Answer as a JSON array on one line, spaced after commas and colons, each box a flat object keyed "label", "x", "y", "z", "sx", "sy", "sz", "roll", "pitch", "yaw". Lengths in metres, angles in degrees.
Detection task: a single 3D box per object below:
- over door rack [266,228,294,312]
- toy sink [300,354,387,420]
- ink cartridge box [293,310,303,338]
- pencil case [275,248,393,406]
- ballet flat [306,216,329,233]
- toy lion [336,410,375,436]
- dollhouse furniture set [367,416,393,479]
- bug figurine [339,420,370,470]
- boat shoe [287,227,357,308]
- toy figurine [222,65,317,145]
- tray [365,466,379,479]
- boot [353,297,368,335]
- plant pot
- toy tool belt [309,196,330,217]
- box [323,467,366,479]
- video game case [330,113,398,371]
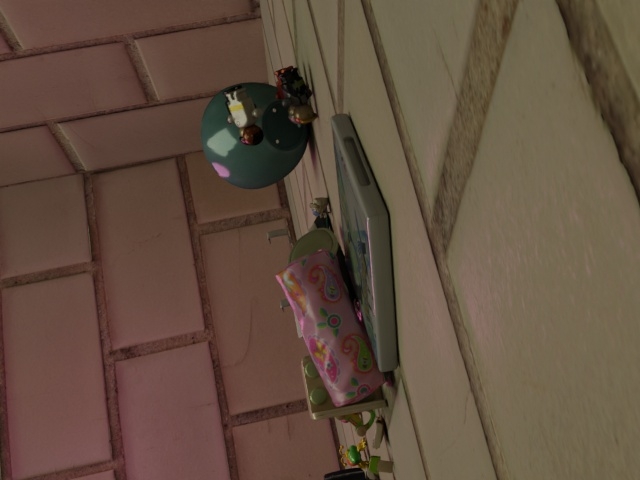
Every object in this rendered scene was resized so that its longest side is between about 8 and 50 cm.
[{"label": "over door rack", "x": -0.008, "y": 0.137, "z": 2.171, "sx": 0.324, "sy": 0.108, "sz": 0.239, "roll": 52, "pitch": -162, "yaw": -48}, {"label": "toy sink", "x": 0.043, "y": 0.298, "z": 1.794, "sx": 0.234, "sy": 0.153, "sz": 0.131, "roll": 98, "pitch": 161, "yaw": -80}, {"label": "ink cartridge box", "x": 0.026, "y": 0.175, "z": 1.942, "sx": 0.060, "sy": 0.180, "sz": 0.104, "roll": -35, "pitch": 56, "yaw": 36}, {"label": "pencil case", "x": 0.025, "y": 0.158, "z": 1.550, "sx": 0.124, "sy": 0.124, "sz": 0.284, "roll": 114, "pitch": 131, "yaw": -83}, {"label": "ballet flat", "x": 0.000, "y": 0.000, "z": 2.164, "sx": 0.203, "sy": 0.074, "sz": 0.074, "roll": -105, "pitch": 6, "yaw": -45}, {"label": "toy lion", "x": 0.086, "y": 0.387, "z": 1.971, "sx": 0.100, "sy": 0.096, "sz": 0.034, "roll": 39, "pitch": 178, "yaw": -3}, {"label": "dollhouse furniture set", "x": 0.136, "y": 0.453, "z": 1.812, "sx": 0.076, "sy": 0.059, "sz": 0.151, "roll": 47, "pitch": -129, "yaw": -84}, {"label": "bug figurine", "x": 0.082, "y": 0.539, "z": 2.433, "sx": 0.216, "sy": 0.072, "sz": 0.279, "roll": 173, "pitch": 87, "yaw": -86}, {"label": "boat shoe", "x": 0.017, "y": 0.090, "z": 1.846, "sx": 0.113, "sy": 0.127, "sz": 0.340, "roll": 58, "pitch": -178, "yaw": -28}, {"label": "toy figurine", "x": -0.119, "y": -0.314, "z": 2.033, "sx": 0.209, "sy": 0.213, "sz": 0.148, "roll": -128, "pitch": 17, "yaw": -74}, {"label": "tray", "x": 0.159, "y": 0.723, "z": 2.160, "sx": 0.145, "sy": 0.030, "sz": 0.270, "roll": 86, "pitch": 172, "yaw": -52}, {"label": "boot", "x": 0.086, "y": 0.154, "z": 1.602, "sx": 0.087, "sy": 0.042, "sz": 0.118, "roll": 87, "pitch": 171, "yaw": -48}, {"label": "plant pot", "x": -0.143, "y": -0.288, "z": 2.253, "sx": 0.195, "sy": 0.290, "sz": 0.290, "roll": -4, "pitch": 98, "yaw": 57}, {"label": "toy tool belt", "x": -0.002, "y": -0.076, "z": 2.123, "sx": 0.083, "sy": 0.052, "sz": 0.051, "roll": 104, "pitch": 163, "yaw": -82}, {"label": "box", "x": 0.080, "y": 0.712, "z": 2.245, "sx": 0.153, "sy": 0.108, "sz": 0.207, "roll": 97, "pitch": 162, "yaw": -79}, {"label": "video game case", "x": 0.072, "y": 0.002, "z": 1.424, "sx": 0.300, "sy": 0.036, "sz": 0.329, "roll": -106, "pitch": 6, "yaw": -51}]
